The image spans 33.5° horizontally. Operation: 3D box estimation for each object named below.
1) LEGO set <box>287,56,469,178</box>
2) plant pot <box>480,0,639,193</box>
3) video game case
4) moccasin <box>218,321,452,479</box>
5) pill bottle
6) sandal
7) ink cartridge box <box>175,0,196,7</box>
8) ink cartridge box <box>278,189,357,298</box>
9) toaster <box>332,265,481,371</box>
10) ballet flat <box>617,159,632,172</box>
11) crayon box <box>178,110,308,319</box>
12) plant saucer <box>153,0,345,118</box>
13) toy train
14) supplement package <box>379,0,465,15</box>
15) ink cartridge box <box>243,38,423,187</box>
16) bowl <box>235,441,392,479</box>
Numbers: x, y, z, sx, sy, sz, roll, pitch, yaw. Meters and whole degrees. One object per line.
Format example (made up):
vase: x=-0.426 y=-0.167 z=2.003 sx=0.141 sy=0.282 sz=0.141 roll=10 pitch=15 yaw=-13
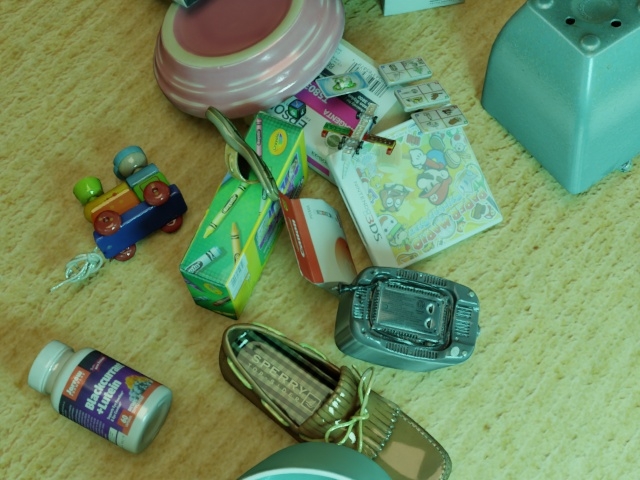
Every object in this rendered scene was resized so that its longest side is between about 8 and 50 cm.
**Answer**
LEGO set: x=0.080 y=-0.193 z=1.642 sx=0.244 sy=0.060 sz=0.182 roll=-15 pitch=48 yaw=-15
plant pot: x=0.410 y=-0.277 z=1.635 sx=0.247 sy=0.252 sz=0.248 roll=-33 pitch=59 yaw=-10
video game case: x=0.148 y=-0.080 z=1.656 sx=0.227 sy=0.026 sz=0.206 roll=-25 pitch=91 yaw=-18
moccasin: x=0.019 y=0.237 z=1.528 sx=0.380 sy=0.147 sz=0.139 roll=38 pitch=75 yaw=14
pill bottle: x=-0.325 y=0.223 z=1.561 sx=0.194 sy=0.108 sz=0.108 roll=25 pitch=72 yaw=10
sandal: x=-0.118 y=-0.119 z=1.535 sx=0.049 sy=0.072 sz=0.180 roll=-41 pitch=71 yaw=4
ink cartridge box: x=-0.248 y=-0.503 z=1.812 sx=0.165 sy=0.065 sz=0.333 roll=-38 pitch=42 yaw=-12
ink cartridge box: x=0.000 y=0.000 z=1.602 sx=0.045 sy=0.179 sz=0.145 roll=-21 pitch=69 yaw=12
toaster: x=0.111 y=0.119 z=1.555 sx=0.227 sy=0.146 sz=0.129 roll=12 pitch=71 yaw=-10
ballet flat: x=0.482 y=-0.167 z=1.725 sx=0.041 sy=0.041 sz=0.114 roll=0 pitch=70 yaw=1
crayon box: x=-0.110 y=-0.035 z=1.625 sx=0.081 sy=0.165 sz=0.278 roll=21 pitch=71 yaw=10
plant saucer: x=-0.128 y=-0.347 z=1.727 sx=0.332 sy=0.084 sz=0.332 roll=-11 pitch=52 yaw=15
toy train: x=-0.348 y=-0.040 z=1.672 sx=0.248 sy=0.105 sz=0.143 roll=-32 pitch=62 yaw=-10
supplement package: x=0.159 y=-0.521 z=1.783 sx=0.149 sy=0.203 sz=0.194 roll=-11 pitch=69 yaw=-2
ink cartridge box: x=0.021 y=-0.215 z=1.732 sx=0.235 sy=0.088 sz=0.193 roll=36 pitch=73 yaw=12
bowl: x=-0.003 y=0.396 z=1.423 sx=0.312 sy=0.163 sz=0.311 roll=3 pitch=110 yaw=8
